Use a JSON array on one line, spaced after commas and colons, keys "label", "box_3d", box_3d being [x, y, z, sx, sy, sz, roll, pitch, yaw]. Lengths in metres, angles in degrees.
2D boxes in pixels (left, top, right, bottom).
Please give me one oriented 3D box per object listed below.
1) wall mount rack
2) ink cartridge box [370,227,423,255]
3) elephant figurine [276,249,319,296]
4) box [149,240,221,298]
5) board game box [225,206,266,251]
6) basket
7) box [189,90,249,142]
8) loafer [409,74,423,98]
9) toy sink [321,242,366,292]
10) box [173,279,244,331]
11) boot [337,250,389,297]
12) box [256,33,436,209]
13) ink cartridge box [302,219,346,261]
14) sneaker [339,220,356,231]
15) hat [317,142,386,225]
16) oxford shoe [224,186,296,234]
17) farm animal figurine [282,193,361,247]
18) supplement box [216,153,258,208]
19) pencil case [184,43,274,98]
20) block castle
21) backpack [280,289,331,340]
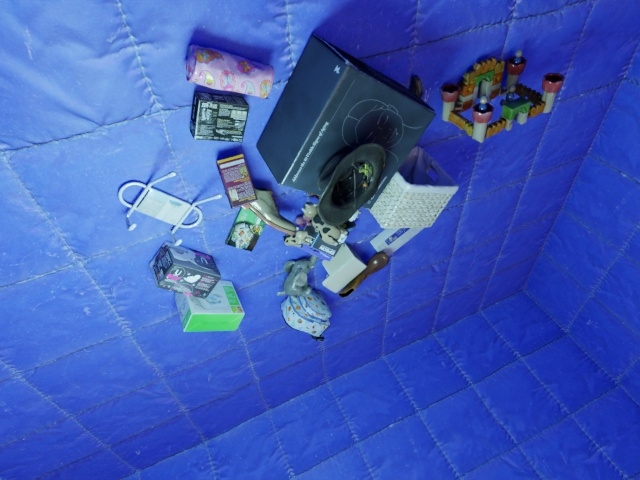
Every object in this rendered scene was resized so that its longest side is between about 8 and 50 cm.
[{"label": "wall mount rack", "box_3d": [-0.564, -0.135, 1.603, 0.304, 0.131, 0.350, -47, 139, 16]}, {"label": "ink cartridge box", "box_3d": [0.454, -0.043, 2.407, 0.332, 0.065, 0.165, -38, 139, 7]}, {"label": "elephant figurine", "box_3d": [-0.114, 0.166, 2.202, 0.169, 0.186, 0.240, 13, 121, 12]}, {"label": "box", "box_3d": [-0.583, 0.129, 1.826, 0.247, 0.163, 0.142, 26, 110, -46]}, {"label": "board game box", "box_3d": [-0.319, -0.069, 1.881, 0.136, 0.030, 0.260, 19, 120, -23]}, {"label": "basket", "box_3d": [0.392, -0.251, 1.966, 0.330, 0.329, 0.267, -4, 136, -30]}, {"label": "box", "box_3d": [-0.358, -0.433, 1.482, 0.180, 0.078, 0.148, -4, 132, -30]}, {"label": "loafer", "box_3d": [0.401, -0.624, 1.803, 0.061, 0.062, 0.170, -22, 137, -6]}, {"label": "toy sink", "box_3d": [0.107, 0.150, 2.320, 0.234, 0.131, 0.152, -43, 138, 10]}, {"label": "box", "box_3d": [-0.527, 0.304, 1.982, 0.261, 0.231, 0.127, 9, 125, -38]}, {"label": "boot", "box_3d": [0.240, 0.188, 2.343, 0.264, 0.096, 0.280, -30, -174, 44]}, {"label": "box", "box_3d": [0.090, -0.423, 1.615, 0.471, 0.298, 0.480, 10, 125, -41]}, {"label": "ink cartridge box", "box_3d": [0.000, 0.000, 2.093, 0.206, 0.045, 0.208, 24, 120, -9]}, {"label": "sneaker", "box_3d": [0.085, -0.038, 2.165, 0.209, 0.069, 0.082, -21, 134, -8]}, {"label": "hat", "box_3d": [0.080, -0.222, 1.487, 0.331, 0.134, 0.332, -35, 148, -26]}, {"label": "oxford shoe", "box_3d": [-0.223, -0.145, 1.763, 0.348, 0.123, 0.130, 35, 89, -27]}, {"label": "farm animal figurine", "box_3d": [-0.021, -0.080, 1.877, 0.172, 0.326, 0.331, 18, 103, -52]}, {"label": "supplement box", "box_3d": [-0.325, -0.227, 1.630, 0.104, 0.080, 0.188, -19, 98, -16]}, {"label": "pencil case", "box_3d": [-0.294, -0.550, 1.382, 0.283, 0.124, 0.124, -1, 130, -34]}, {"label": "block castle", "box_3d": [0.781, -0.648, 1.838, 0.452, 0.303, 0.213, -25, 138, -11]}, {"label": "backpack", "box_3d": [-0.084, 0.397, 2.355, 0.263, 0.277, 0.213, 16, 115, -34]}]
